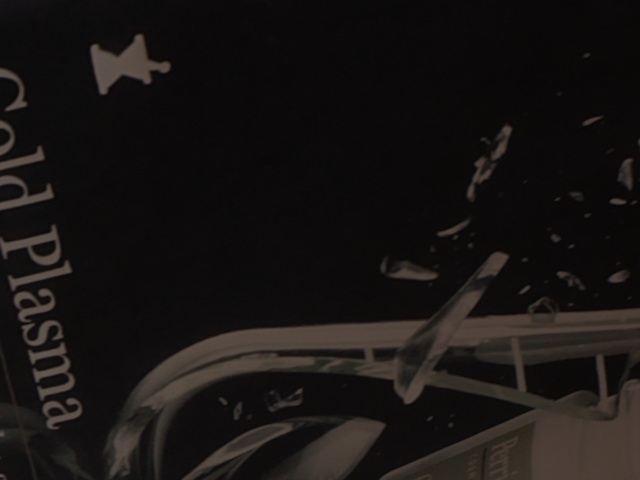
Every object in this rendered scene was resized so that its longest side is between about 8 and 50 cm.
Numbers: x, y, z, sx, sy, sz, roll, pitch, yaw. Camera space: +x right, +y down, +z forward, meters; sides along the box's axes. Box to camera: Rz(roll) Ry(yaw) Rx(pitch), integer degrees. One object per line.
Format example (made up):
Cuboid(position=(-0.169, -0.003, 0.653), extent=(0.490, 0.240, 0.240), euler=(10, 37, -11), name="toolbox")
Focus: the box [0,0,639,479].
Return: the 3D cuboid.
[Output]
Cuboid(position=(0.000, 0.000, 0.872), extent=(0.471, 0.480, 0.297), euler=(-16, 36, -10), name="box")
